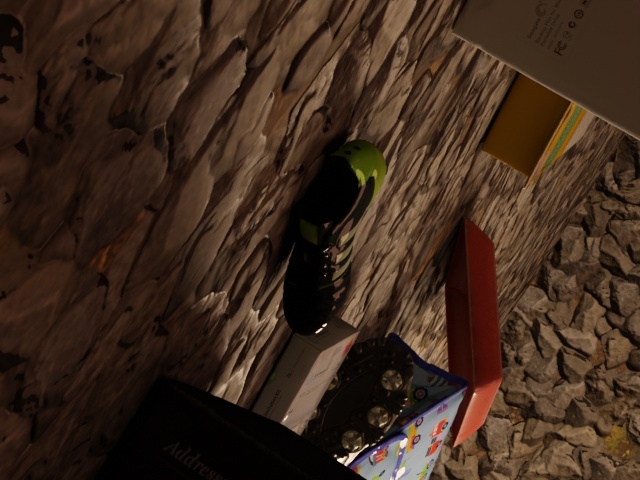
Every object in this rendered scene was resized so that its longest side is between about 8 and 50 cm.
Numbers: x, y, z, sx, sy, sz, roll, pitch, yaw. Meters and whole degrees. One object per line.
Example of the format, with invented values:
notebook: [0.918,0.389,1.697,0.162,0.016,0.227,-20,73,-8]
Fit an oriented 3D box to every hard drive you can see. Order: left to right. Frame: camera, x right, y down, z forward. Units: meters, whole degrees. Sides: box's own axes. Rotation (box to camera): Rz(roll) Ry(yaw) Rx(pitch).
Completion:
hard drive: [0.293,-0.195,1.257,0.203,0.307,0.040,-63,168,21]

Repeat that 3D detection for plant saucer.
plant saucer: [0.216,0.134,2.067,0.258,0.047,0.259,94,-5,-65]

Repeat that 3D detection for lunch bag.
lunch bag: [0.043,0.298,1.911,0.293,0.138,0.221,-39,155,-45]

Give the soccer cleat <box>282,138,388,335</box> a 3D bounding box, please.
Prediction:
soccer cleat: [0.000,0.000,1.187,0.072,0.060,0.179,-18,132,-58]

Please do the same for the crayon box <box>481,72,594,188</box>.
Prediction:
crayon box: [0.310,-0.202,1.853,0.203,0.083,0.323,-64,168,24]

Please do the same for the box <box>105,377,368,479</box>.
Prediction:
box: [-0.015,0.437,1.108,0.472,0.480,0.297,-58,160,-2]

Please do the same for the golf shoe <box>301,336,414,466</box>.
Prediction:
golf shoe: [0.007,0.212,1.657,0.273,0.105,0.120,-53,179,12]

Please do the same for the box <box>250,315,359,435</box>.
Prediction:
box: [-0.035,0.172,1.494,0.186,0.038,0.145,-60,168,13]
